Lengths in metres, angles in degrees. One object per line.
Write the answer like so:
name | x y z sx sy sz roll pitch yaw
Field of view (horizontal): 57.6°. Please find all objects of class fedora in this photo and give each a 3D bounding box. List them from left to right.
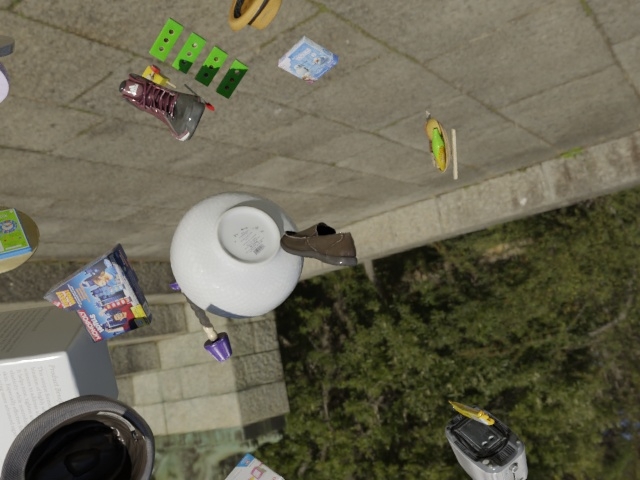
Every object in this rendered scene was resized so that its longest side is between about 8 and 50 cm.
fedora | -0.454 0.422 1.087 0.275 0.243 0.124 -30 -178 -41
fedora | -0.153 -0.598 1.459 0.079 0.194 0.194 27 148 -36

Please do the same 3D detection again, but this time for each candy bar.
candy bar | 0.318 0.364 1.234 0.018 0.040 0.161 -53 -176 -12

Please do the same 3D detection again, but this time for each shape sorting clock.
shape sorting clock | -0.763 -0.002 1.345 0.206 0.206 0.040 -6 146 -26

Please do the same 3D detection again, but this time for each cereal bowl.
cereal bowl | -0.193 0.015 1.442 0.339 0.338 0.141 -6 156 -24

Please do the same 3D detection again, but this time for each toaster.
toaster | 0.403 0.516 1.429 0.129 0.146 0.227 -33 -149 -17

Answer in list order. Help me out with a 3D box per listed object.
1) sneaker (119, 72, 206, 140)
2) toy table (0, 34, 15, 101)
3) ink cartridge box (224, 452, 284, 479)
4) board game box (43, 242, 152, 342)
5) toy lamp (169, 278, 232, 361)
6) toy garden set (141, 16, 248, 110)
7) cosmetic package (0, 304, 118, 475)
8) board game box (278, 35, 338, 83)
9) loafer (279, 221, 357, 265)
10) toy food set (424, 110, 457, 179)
sneaker | -0.369 -0.308 1.310 0.163 0.106 0.281 22 -176 -30
toy table | -0.751 -0.371 1.130 0.274 0.160 0.252 15 134 -32
ink cartridge box | -0.152 0.576 1.379 0.122 0.052 0.088 19 -127 39
board game box | -0.514 0.129 1.336 0.194 0.194 0.060 -18 -159 4
toy lamp | -0.338 0.225 1.678 0.080 0.274 0.080 -24 -168 6
toy garden set | -0.359 -0.466 1.613 0.244 0.049 0.203 27 114 -30
cosmetic package | -0.793 0.391 1.552 0.394 0.329 0.327 -7 -162 -6
board game box | -0.026 -0.373 1.209 0.090 0.020 0.090 20 149 -33
loafer | 0.000 0.000 1.211 0.080 0.078 0.220 5 -174 -43
toy food set | 0.258 -0.216 1.317 0.039 0.132 0.192 -11 -155 -3
